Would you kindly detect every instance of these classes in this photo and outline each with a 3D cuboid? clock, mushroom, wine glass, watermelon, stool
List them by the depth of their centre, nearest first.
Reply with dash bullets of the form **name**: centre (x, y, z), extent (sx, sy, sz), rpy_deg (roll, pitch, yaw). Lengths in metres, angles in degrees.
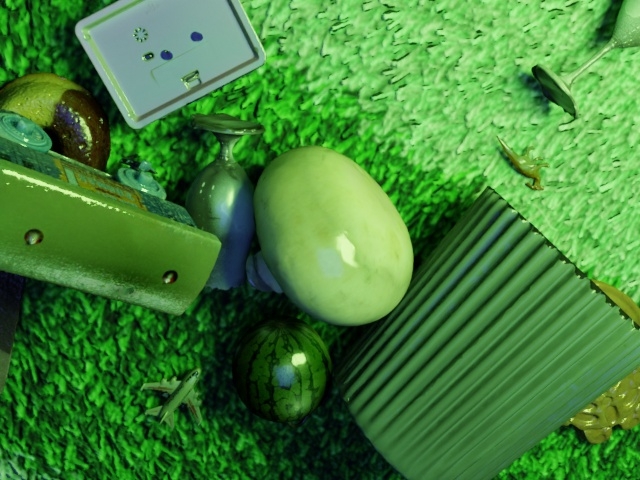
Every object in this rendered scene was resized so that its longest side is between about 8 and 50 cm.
- **clock**: centre (-0.184, -0.248, 0.925), extent (0.197, 0.063, 0.150), rpy_deg (-27, 108, 2)
- **mushroom**: centre (0.000, 0.000, 0.939), extent (0.202, 0.246, 0.246), rpy_deg (-27, 109, 24)
- **wine glass**: centre (0.381, -0.252, 0.968), extent (0.183, 0.122, 0.122), rpy_deg (-41, 107, 9)
- **wine glass**: centre (-0.133, -0.051, 0.971), extent (0.103, 0.103, 0.222), rpy_deg (5, 107, -8)
- **stool**: centre (0.214, 0.144, 0.979), extent (0.297, 0.297, 0.330), rpy_deg (40, 103, -16)
- **watermelon**: centre (-0.050, 0.198, 1.033), extent (0.140, 0.141, 0.188), rpy_deg (-9, 113, -4)

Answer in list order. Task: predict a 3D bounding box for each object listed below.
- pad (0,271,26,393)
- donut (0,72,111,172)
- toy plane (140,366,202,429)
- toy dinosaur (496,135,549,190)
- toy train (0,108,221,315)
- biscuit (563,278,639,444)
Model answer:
- **pad**: centre (-0.586, 0.085, 1.005), extent (0.330, 0.004, 0.220), rpy_deg (14, 104, -10)
- **donut**: centre (-0.358, -0.118, 0.940), extent (0.166, 0.073, 0.184), rpy_deg (38, 100, -18)
- **toy plane**: centre (-0.208, 0.225, 1.073), extent (0.102, 0.040, 0.111), rpy_deg (34, 99, -16)
- **toy dinosaur**: centre (0.293, -0.115, 1.038), extent (0.041, 0.026, 0.113), rpy_deg (-33, 117, 21)
- **toy train**: centre (-0.275, -0.028, 0.838), extent (0.299, 0.202, 0.131), rpy_deg (21, 110, -40)
- **biscuit**: centre (0.415, 0.192, 1.139), extent (0.201, 0.044, 0.289), rpy_deg (-22, 105, 0)
